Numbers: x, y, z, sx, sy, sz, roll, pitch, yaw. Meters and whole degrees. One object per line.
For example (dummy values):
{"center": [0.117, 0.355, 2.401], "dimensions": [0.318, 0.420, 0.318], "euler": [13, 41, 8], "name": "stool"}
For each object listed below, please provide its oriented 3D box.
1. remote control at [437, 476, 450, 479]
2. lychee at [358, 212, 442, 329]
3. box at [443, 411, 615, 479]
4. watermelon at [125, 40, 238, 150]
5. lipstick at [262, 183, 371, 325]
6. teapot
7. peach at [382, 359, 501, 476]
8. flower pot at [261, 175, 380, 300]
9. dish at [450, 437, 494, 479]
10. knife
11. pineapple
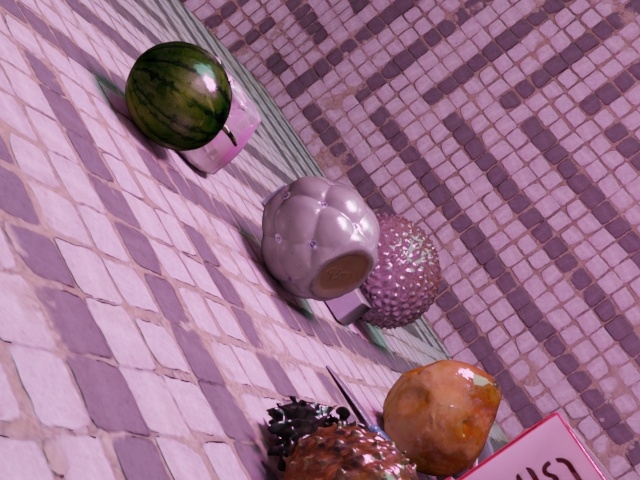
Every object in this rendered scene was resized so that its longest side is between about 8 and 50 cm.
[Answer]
{"center": [0.273, 0.493, 1.790], "dimensions": [0.285, 0.038, 0.123], "euler": [57, 9, 26], "name": "remote control"}
{"center": [0.161, 0.080, 2.130], "dimensions": [0.300, 0.300, 0.300], "euler": [52, 8, -10], "name": "lychee"}
{"center": [0.401, 0.533, 1.401], "dimensions": [0.312, 0.300, 0.314], "euler": [46, 11, -40], "name": "box"}
{"center": [-0.240, -0.250, 1.484], "dimensions": [0.215, 0.188, 0.188], "euler": [28, 19, -27], "name": "watermelon"}
{"center": [-0.012, 0.032, 1.997], "dimensions": [0.371, 0.080, 0.076], "euler": [56, 8, 25], "name": "lipstick"}
{"center": [-0.227, -0.262, 1.666], "dimensions": [0.221, 0.178, 0.163], "euler": [50, 8, -13], "name": "teapot"}
{"center": [0.238, 0.333, 1.598], "dimensions": [0.214, 0.235, 0.214], "euler": [43, 17, -16], "name": "peach"}
{"center": [0.000, 0.000, 1.645], "dimensions": [0.195, 0.246, 0.246], "euler": [57, 9, 36], "name": "flower pot"}
{"center": [0.306, 0.471, 1.683], "dimensions": [0.234, 0.064, 0.154], "euler": [-72, 145, -48], "name": "dish"}
{"center": [0.083, 0.322, 1.502], "dimensions": [0.244, 0.032, 0.058], "euler": [53, 9, 30], "name": "knife"}
{"center": [0.013, 0.264, 0.964], "dimensions": [0.158, 0.158, 0.279], "euler": [50, -3, -23], "name": "pineapple"}
